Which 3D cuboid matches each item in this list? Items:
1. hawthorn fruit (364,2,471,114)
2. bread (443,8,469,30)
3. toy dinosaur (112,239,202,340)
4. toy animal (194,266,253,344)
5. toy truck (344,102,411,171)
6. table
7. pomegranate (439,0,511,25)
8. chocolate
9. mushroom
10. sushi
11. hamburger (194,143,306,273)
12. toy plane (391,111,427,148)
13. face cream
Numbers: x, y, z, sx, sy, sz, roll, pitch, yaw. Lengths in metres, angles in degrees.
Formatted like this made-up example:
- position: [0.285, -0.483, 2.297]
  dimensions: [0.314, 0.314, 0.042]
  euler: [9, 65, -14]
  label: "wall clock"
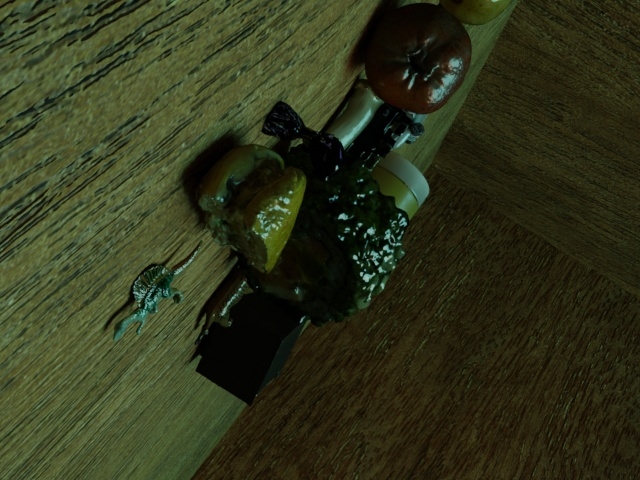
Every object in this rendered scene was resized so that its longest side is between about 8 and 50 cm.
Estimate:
- position: [0.191, -0.358, 1.497]
  dimensions: [0.210, 0.210, 0.262]
  euler: [-59, 180, 14]
  label: "hawthorn fruit"
- position: [0.345, -0.578, 1.929]
  dimensions: [0.271, 0.077, 0.139]
  euler: [-56, 168, -17]
  label: "bread"
- position: [-0.247, 0.069, 1.141]
  dimensions: [0.187, 0.044, 0.106]
  euler: [-55, 156, -2]
  label: "toy dinosaur"
- position: [-0.191, 0.117, 1.592]
  dimensions: [0.241, 0.056, 0.099]
  euler: [-52, 164, -20]
  label: "toy animal"
- position: [0.080, -0.205, 1.693]
  dimensions: [0.257, 0.127, 0.127]
  euler: [-55, -174, -7]
  label: "toy truck"
- position: [-0.163, 0.232, 1.755]
  dimensions: [0.193, 0.172, 0.169]
  euler: [-64, 169, 22]
  label: "table"
- position: [0.354, -0.579, 1.690]
  dimensions: [0.196, 0.196, 0.196]
  euler: [-55, 171, -12]
  label: "pomegranate"
- position: [-0.022, -0.157, 1.210]
  dimensions: [0.072, 0.147, 0.070]
  euler: [-49, 174, -5]
  label: "chocolate"
- position: [0.055, -0.245, 1.584]
  dimensions: [0.209, 0.071, 0.084]
  euler: [-52, 166, -8]
  label: "mushroom"
- position: [0.000, 0.000, 1.414]
  dimensions: [0.178, 0.294, 0.352]
  euler: [-46, 168, -34]
  label: "sushi"
- position: [-0.101, -0.058, 1.146]
  dimensions: [0.157, 0.144, 0.283]
  euler: [-62, 177, -14]
  label: "hamburger"
- position: [0.268, -0.362, 2.222]
  dimensions: [0.255, 0.101, 0.251]
  euler: [-54, -177, -15]
  label: "toy plane"
- position: [0.163, -0.123, 2.111]
  dimensions: [0.179, 0.218, 0.218]
  euler: [-53, 171, -17]
  label: "face cream"
